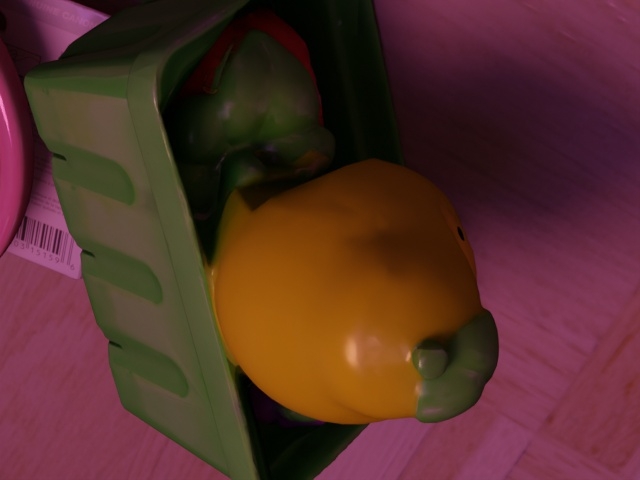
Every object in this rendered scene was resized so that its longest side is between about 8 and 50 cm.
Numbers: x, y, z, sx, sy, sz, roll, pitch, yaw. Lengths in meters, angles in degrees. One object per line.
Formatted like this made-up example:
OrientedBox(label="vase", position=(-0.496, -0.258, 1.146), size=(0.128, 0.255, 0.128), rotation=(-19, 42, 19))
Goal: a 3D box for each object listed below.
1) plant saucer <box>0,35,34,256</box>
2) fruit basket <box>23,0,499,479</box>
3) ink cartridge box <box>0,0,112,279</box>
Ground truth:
OrientedBox(label="plant saucer", position=(-0.361, -0.105, 1.404), size=(0.332, 0.084, 0.332), rotation=(10, 121, 16))
OrientedBox(label="fruit basket", position=(0.000, 0.000, 1.264), size=(0.392, 0.283, 0.392), rotation=(21, 131, 26))
OrientedBox(label="ink cartridge box", position=(-0.283, -0.122, 1.448), size=(0.275, 0.060, 0.239), rotation=(21, 121, 10))
